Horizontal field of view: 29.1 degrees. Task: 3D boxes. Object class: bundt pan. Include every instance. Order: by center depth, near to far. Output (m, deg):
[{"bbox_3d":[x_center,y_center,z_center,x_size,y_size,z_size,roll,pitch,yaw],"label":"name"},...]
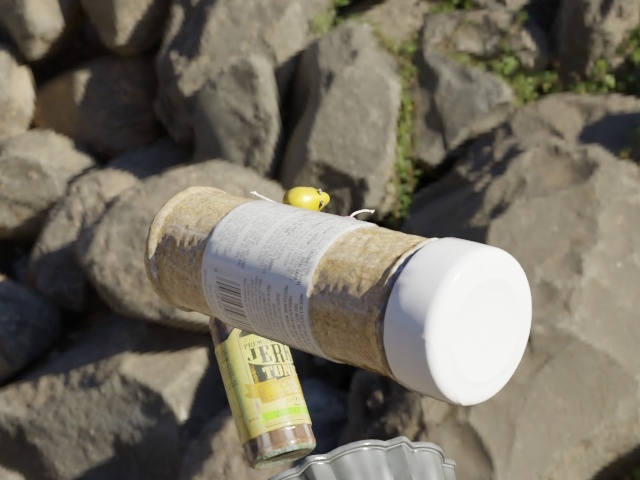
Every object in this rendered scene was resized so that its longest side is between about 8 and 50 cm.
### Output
[{"bbox_3d":[0.046,0.402,1.612,0.331,0.331,0.124,-17,50,-8],"label":"bundt pan"}]

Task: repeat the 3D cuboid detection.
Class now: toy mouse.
[{"bbox_3d":[0.000,0.000,1.557,0.161,0.143,0.031,-5,-8,-20],"label":"toy mouse"}]

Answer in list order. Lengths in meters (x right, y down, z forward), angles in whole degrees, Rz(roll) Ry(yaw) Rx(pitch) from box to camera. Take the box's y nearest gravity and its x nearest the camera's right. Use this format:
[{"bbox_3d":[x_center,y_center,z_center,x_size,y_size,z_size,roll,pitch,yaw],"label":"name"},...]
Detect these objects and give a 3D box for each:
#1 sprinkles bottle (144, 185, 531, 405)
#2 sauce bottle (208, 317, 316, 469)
[{"bbox_3d":[0.000,0.035,1.023,0.121,0.121,0.355,-33,31,-34],"label":"sprinkles bottle"},{"bbox_3d":[-0.104,0.163,1.841,0.111,0.344,0.111,-17,-17,-6],"label":"sauce bottle"}]
